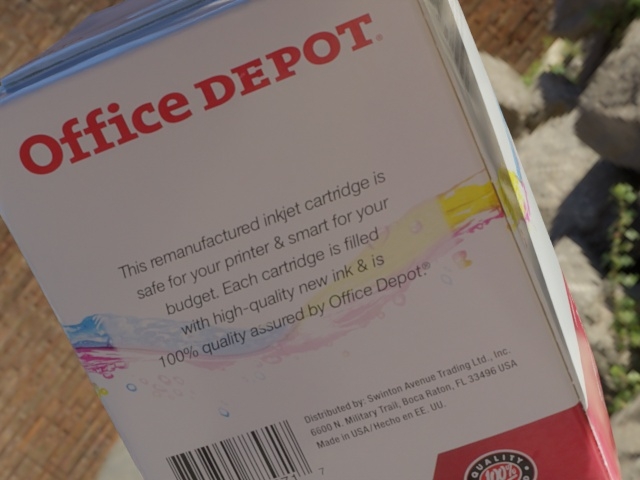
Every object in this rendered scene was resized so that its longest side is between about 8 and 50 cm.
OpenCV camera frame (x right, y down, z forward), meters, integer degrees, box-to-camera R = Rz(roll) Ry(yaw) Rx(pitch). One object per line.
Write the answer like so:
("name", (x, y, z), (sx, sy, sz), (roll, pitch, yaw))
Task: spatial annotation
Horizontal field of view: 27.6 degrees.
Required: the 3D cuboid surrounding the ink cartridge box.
("ink cartridge box", (0.000, 0.000, 0.401), (0.128, 0.176, 0.127), (-19, 19, 13))
